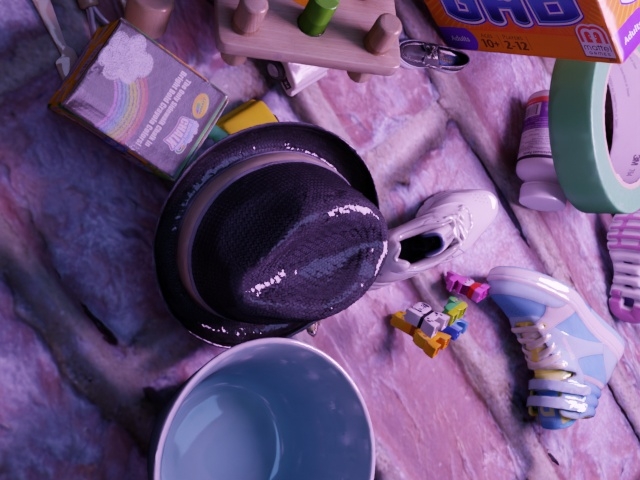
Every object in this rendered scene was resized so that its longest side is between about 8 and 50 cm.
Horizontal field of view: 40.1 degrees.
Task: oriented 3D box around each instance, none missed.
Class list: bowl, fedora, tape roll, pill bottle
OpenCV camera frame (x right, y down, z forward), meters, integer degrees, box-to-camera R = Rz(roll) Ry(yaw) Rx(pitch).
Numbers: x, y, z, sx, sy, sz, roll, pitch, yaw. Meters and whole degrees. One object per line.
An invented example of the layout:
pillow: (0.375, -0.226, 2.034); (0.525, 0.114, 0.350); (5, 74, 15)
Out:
bowl: (-0.098, 0.281, 1.138); (0.311, 0.163, 0.311); (3, 84, -31)
fedora: (-0.035, 0.009, 1.105); (0.334, 0.152, 0.334); (-9, 108, -30)
tape roll: (0.488, -0.205, 1.481); (0.321, 0.077, 0.321); (-1, 92, -51)
pill bottle: (0.399, -0.154, 1.519); (0.108, 0.108, 0.193); (19, 76, -29)

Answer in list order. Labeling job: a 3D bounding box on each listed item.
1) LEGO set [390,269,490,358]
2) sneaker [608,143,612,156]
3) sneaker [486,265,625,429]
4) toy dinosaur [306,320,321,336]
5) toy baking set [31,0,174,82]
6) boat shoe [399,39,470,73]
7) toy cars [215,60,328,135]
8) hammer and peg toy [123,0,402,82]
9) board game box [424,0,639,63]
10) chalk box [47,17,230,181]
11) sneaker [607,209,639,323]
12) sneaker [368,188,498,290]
LEGO set: (0.170, 0.115, 1.365); (0.227, 0.093, 0.087); (-22, 135, -57)
sneaker: (0.639, -0.187, 1.659); (0.146, 0.134, 0.343); (12, 87, -47)
sneaker: (0.376, 0.193, 1.464); (0.319, 0.127, 0.208); (35, 67, -24)
toy dinosaur: (0.000, 0.000, 1.277); (0.118, 0.064, 0.268); (45, 61, -52)
toy baking set: (-0.297, -0.332, 1.150); (0.197, 0.030, 0.256); (41, 66, -22)
boat shoe: (0.183, -0.305, 1.439); (0.142, 0.040, 0.049); (2, 85, -32)
toy cars: (-0.055, -0.212, 1.255); (0.176, 0.087, 0.394); (10, 80, -31)
hammer and peg toy: (-0.070, -0.359, 1.169); (0.361, 0.127, 0.266); (5, 66, -18)
board game box: (0.346, -0.524, 1.299); (0.356, 0.356, 0.356); (-48, 125, -15)
chalk box: (-0.213, -0.163, 1.113); (0.213, 0.132, 0.132); (36, 83, -26)
sneaker: (0.595, 0.031, 1.624); (0.104, 0.095, 0.236); (-18, 114, -40)
sneaker: (0.182, -0.003, 1.359); (0.297, 0.129, 0.111); (-29, 99, -32)
